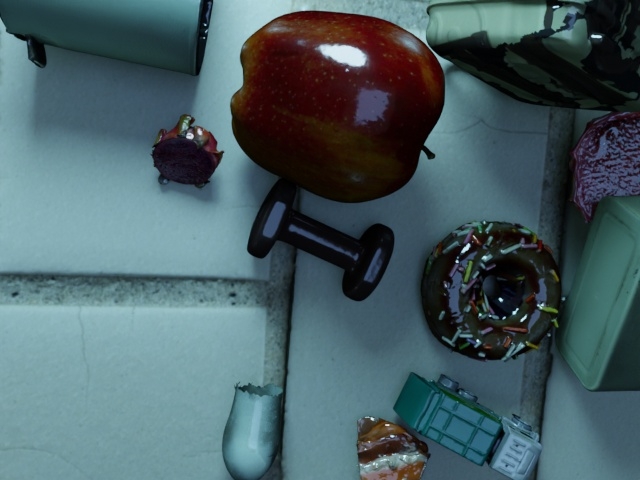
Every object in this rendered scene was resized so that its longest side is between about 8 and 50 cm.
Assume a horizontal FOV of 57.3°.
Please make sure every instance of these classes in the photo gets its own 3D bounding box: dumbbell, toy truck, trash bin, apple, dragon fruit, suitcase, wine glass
[{"bbox_3d":[0.000,0.000,0.968,0.225,0.124,0.140,26,90,-11],"label":"dumbbell"},{"bbox_3d":[0.257,0.327,1.032,0.253,0.124,0.114,27,91,9],"label":"toy truck"},{"bbox_3d":[-0.289,-0.369,0.838,0.262,0.217,0.277,10,95,-10],"label":"trash bin"},{"bbox_3d":[0.028,-0.198,0.877,0.316,0.288,0.288,20,91,6],"label":"apple"},{"bbox_3d":[-0.210,-0.145,0.943,0.112,0.126,0.068,11,51,-5],"label":"dragon fruit"},{"bbox_3d":[0.543,-0.161,1.052,0.274,0.126,0.161,-30,91,8],"label":"dragon fruit"},{"bbox_3d":[0.328,-0.329,0.896,0.351,0.339,0.194,11,97,-42],"label":"suitcase"},{"bbox_3d":[-0.118,0.354,0.994,0.103,0.103,0.222,10,93,-11],"label":"wine glass"}]

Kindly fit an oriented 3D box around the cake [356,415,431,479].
[{"bbox_3d":[0.131,0.461,1.045,0.135,0.098,0.288,-3,95,-10],"label":"cake"}]

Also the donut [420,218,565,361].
[{"bbox_3d":[0.309,0.091,1.043,0.269,0.103,0.270,-1,95,-8],"label":"donut"}]

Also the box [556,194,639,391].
[{"bbox_3d":[0.634,0.092,1.013,0.343,0.177,0.352,-1,120,-8],"label":"box"}]
